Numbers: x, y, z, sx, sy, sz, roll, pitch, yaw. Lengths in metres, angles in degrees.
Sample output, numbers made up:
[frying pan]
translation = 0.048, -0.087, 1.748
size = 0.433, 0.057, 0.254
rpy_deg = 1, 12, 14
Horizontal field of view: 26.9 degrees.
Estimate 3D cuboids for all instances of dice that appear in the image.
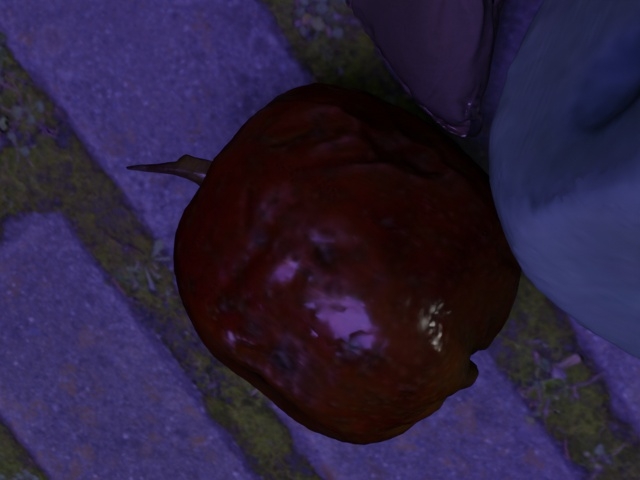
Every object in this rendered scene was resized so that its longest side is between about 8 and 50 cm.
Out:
[dice]
translation = 0.278, -0.066, 0.763
size = 0.268, 0.263, 0.264
rpy_deg = 31, 159, -19

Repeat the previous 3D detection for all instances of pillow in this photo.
[pillow]
translation = 0.077, -0.196, 0.874
size = 0.173, 0.067, 0.270
rpy_deg = 52, 157, 17

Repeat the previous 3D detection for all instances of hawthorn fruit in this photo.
[hawthorn fruit]
translation = 0.020, 0.013, 0.980
size = 0.258, 0.258, 0.262
rpy_deg = -25, 90, 30
